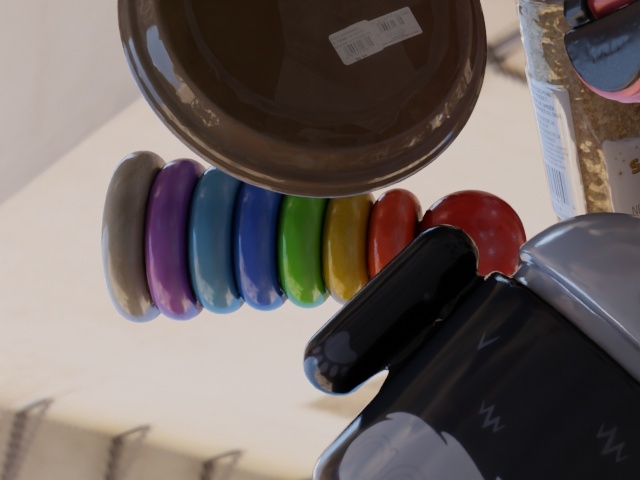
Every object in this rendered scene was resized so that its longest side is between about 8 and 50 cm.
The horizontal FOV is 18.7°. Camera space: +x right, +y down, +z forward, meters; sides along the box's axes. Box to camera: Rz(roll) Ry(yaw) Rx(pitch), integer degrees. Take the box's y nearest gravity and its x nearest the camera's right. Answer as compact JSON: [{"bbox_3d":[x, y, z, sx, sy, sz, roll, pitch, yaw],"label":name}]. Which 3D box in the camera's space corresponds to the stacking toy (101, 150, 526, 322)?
[{"bbox_3d":[0.000,0.000,1.550,0.330,0.141,0.141,1,-107,11],"label":"stacking toy"}]

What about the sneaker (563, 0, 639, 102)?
[{"bbox_3d":[0.236,-0.227,1.259,0.136,0.116,0.314,13,-106,-30],"label":"sneaker"}]

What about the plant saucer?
[{"bbox_3d":[-0.007,-0.164,1.399,0.277,0.041,0.278,6,-113,-14],"label":"plant saucer"}]

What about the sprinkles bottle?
[{"bbox_3d":[0.233,-0.116,1.613,0.121,0.121,0.355,-36,-53,-30],"label":"sprinkles bottle"}]

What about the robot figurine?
[{"bbox_3d":[0.109,0.114,0.971,0.278,0.173,0.209,-47,-59,-1],"label":"robot figurine"}]
